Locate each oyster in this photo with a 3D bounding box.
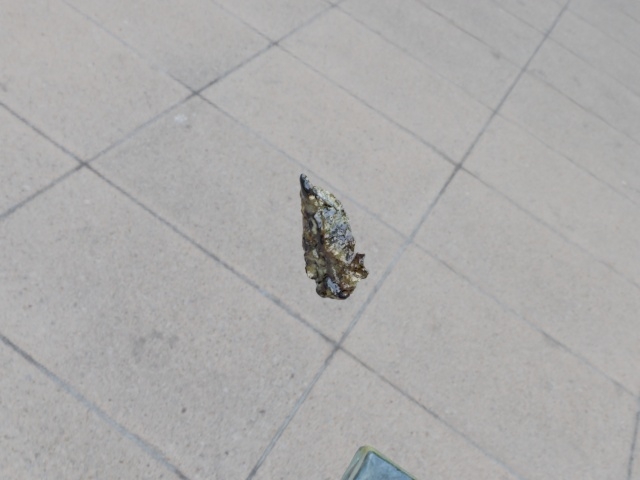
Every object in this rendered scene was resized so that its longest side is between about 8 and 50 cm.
[{"bbox_3d":[-0.001,0.000,0.667,0.132,0.086,0.029,55,35,10],"label":"oyster"}]

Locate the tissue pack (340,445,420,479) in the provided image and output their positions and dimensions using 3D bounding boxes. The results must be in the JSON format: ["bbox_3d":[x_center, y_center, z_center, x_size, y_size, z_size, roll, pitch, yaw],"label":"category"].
[{"bbox_3d":[0.095,0.326,0.534,0.257,0.081,0.185,34,79,3],"label":"tissue pack"}]
